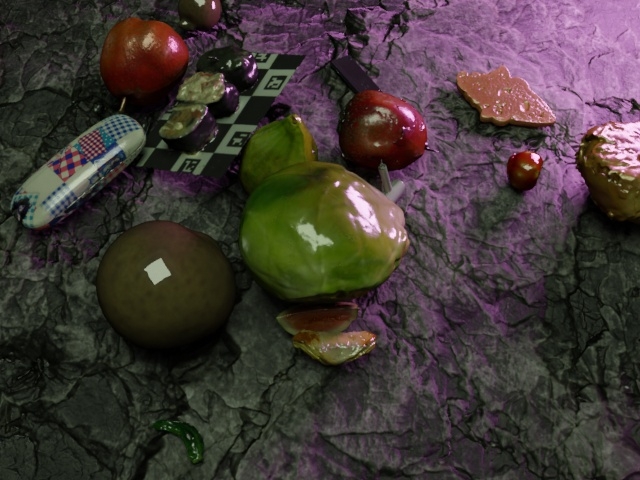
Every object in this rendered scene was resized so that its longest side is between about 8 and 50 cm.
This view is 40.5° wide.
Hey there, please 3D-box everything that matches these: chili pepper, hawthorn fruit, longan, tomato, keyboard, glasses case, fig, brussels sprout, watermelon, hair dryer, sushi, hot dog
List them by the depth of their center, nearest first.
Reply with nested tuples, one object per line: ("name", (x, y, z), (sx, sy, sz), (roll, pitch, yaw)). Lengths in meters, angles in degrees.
("chili pepper", (-0.252, 0.360, 1.602), (0.118, 0.035, 0.055), (39, 50, 14))
("longan", (-0.292, 0.083, 1.638), (0.257, 0.258, 0.258), (1, 61, -1))
("hot dog", (0.025, 0.211, 1.675), (0.168, 0.061, 0.078), (3, 29, -9))
("brussels sprout", (0.000, 0.000, 1.679), (0.344, 0.268, 0.344), (25, 34, -18))
("watermelon", (-0.003, 0.160, 1.705), (0.163, 0.087, 0.069), (-6, 97, 0))
("fig", (-0.074, -0.174, 1.818), (0.167, 0.233, 0.167), (33, 34, -25))
("hair dryer", (0.142, -0.129, 1.838), (0.037, 0.124, 0.063), (23, 59, 36))
("glasses case", (-0.512, -0.147, 1.840), (0.327, 0.076, 0.125), (-44, 58, -16))
("sushi", (-0.250, -0.318, 1.874), (0.296, 0.100, 0.373), (11, 58, 36))
("hawthorn fruit", (0.152, -0.231, 1.875), (0.235, 0.181, 0.181), (9, 60, -14))
("tomato", (0.440, -0.152, 1.880), (0.075, 0.087, 0.087), (16, 62, 11))
("hawthorn fruit", (-0.403, -0.377, 1.932), (0.196, 0.196, 0.226), (21, 78, 10))
("keyboard", (0.099, -0.360, 2.026), (0.060, 0.018, 0.195), (-27, 65, -24))
("longan", (-0.293, -0.550, 2.076), (0.106, 0.106, 0.119), (33, 80, 16))

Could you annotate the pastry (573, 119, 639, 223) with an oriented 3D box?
("pastry", (0.691, -0.136, 1.833), (0.310, 0.162, 0.255), (0, 51, -6))

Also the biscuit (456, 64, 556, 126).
("biscuit", (0.427, -0.325, 2.004), (0.250, 0.035, 0.162), (29, 69, 14))
